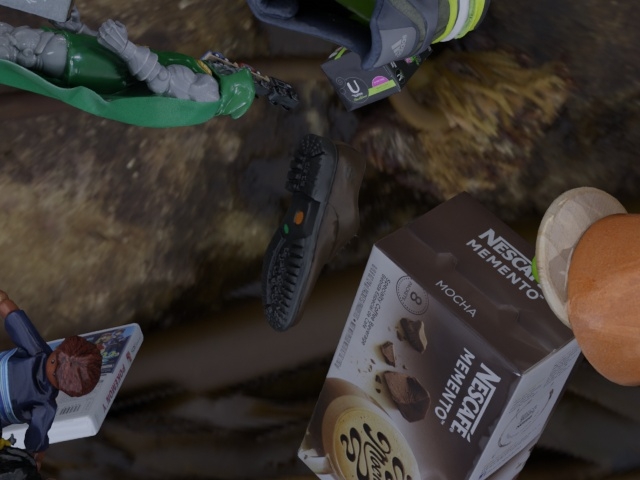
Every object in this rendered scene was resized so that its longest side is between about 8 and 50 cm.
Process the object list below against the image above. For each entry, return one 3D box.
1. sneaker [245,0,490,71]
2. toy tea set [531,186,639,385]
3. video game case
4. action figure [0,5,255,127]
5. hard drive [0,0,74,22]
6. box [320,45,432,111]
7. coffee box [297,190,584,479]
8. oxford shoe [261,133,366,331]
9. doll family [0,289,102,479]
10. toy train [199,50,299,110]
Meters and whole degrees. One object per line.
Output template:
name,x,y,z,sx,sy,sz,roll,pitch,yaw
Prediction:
sneaker,-0.029,-0.222,1.058,0.300,0.121,0.111,32,135,18
toy tea set,0.220,-0.022,0.724,0.336,0.124,0.200,-1,85,-38
video game case,-0.279,0.145,1.395,0.201,0.183,0.023,-13,111,13
action figure,-0.138,-0.103,0.873,0.232,0.137,0.063,8,100,-36
hard drive,-0.134,-0.169,0.626,0.094,0.022,0.135,16,102,-4
box,0.050,-0.162,1.331,0.062,0.083,0.052,-20,110,36
coffee box,0.105,0.128,1.292,0.168,0.119,0.297,43,139,22
oxford shoe,0.000,0.000,1.676,0.096,0.083,0.227,10,106,-36
doll family,-0.134,0.121,0.671,0.111,0.076,0.193,-17,94,43
toy train,-0.082,-0.184,1.701,0.027,0.158,0.036,-40,56,25
